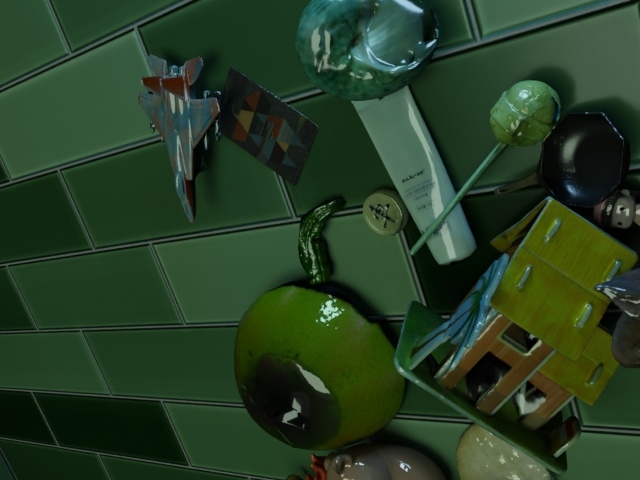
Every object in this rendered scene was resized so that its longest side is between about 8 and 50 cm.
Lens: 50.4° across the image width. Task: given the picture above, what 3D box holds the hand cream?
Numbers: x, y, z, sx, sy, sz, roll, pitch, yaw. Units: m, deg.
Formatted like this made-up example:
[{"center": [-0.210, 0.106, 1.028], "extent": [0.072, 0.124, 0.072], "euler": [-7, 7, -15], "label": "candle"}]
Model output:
[{"center": [0.158, -0.106, 1.104], "extent": [0.109, 0.067, 0.320], "euler": [-25, 93, 42], "label": "hand cream"}]

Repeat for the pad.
[{"center": [-0.107, -0.211, 1.264], "extent": [0.211, 0.003, 0.142], "euler": [36, 129, 15], "label": "pad"}]

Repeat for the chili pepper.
[{"center": [-0.004, -0.004, 1.273], "extent": [0.073, 0.050, 0.182], "euler": [27, 124, 30], "label": "chili pepper"}]

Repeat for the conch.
[{"center": [0.059, -0.303, 1.019], "extent": [0.196, 0.134, 0.202], "euler": [-35, 84, 1], "label": "conch"}]

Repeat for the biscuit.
[{"center": [0.349, 0.406, 1.247], "extent": [0.188, 0.040, 0.265], "euler": [43, 131, 12], "label": "biscuit"}]

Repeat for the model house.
[{"center": [0.306, 0.138, 0.938], "extent": [0.300, 0.340, 0.323], "euler": [33, 118, -1], "label": "model house"}]

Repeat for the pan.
[{"center": [0.346, -0.115, 0.963], "extent": [0.202, 0.048, 0.128], "euler": [15, 103, 53], "label": "pan"}]

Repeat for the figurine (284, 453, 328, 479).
[{"center": [0.013, 0.579, 1.484], "extent": [0.257, 0.208, 0.181], "euler": [-18, 138, 41], "label": "figurine"}]

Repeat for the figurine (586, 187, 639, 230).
[{"center": [0.439, -0.036, 0.943], "extent": [0.129, 0.054, 0.072], "euler": [10, 134, 23], "label": "figurine"}]

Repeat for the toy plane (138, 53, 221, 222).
[{"center": [-0.260, -0.192, 1.316], "extent": [0.223, 0.104, 0.326], "euler": [12, 123, 34], "label": "toy plane"}]

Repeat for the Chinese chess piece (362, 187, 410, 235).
[{"center": [0.113, -0.049, 1.174], "extent": [0.084, 0.034, 0.084], "euler": [16, 121, 29], "label": "Chinese chess piece"}]

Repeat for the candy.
[{"center": [0.227, -0.092, 1.008], "extent": [0.092, 0.093, 0.335], "euler": [18, 125, -25], "label": "candy"}]

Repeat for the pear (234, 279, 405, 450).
[{"center": [-0.035, 0.281, 1.350], "extent": [0.399, 0.165, 0.398], "euler": [18, 127, 26], "label": "pear"}]

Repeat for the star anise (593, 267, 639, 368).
[{"center": [0.507, 0.068, 0.856], "extent": [0.316, 0.108, 0.315], "euler": [0, 136, 0], "label": "star anise"}]

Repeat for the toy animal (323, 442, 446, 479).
[{"center": [0.132, 0.483, 1.351], "extent": [0.250, 0.154, 0.166], "euler": [16, 142, -4], "label": "toy animal"}]
